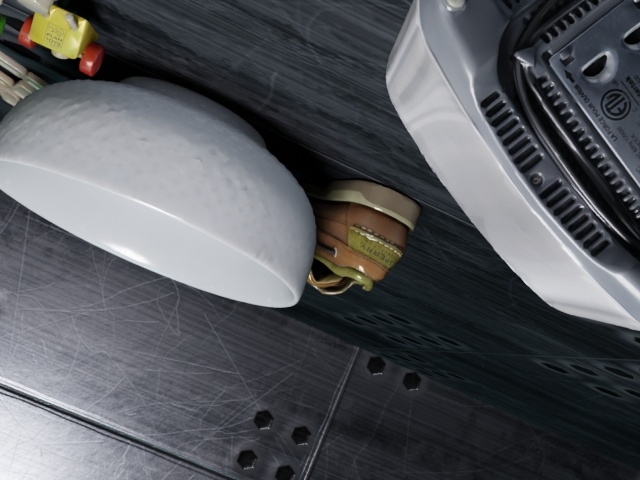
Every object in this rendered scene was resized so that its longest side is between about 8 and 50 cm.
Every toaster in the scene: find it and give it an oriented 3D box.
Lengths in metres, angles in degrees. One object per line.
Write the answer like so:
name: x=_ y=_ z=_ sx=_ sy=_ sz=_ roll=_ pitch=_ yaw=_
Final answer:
toaster: x=0.126 y=-0.049 z=0.506 sx=0.227 sy=0.129 sz=0.146 roll=51 pitch=173 yaw=-3

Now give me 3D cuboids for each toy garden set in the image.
toy garden set: x=-0.268 y=-0.216 z=0.871 sx=0.203 sy=0.049 sz=0.244 roll=25 pitch=169 yaw=0

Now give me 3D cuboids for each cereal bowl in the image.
cereal bowl: x=-0.152 y=-0.062 z=1.127 sx=0.339 sy=0.141 sz=0.339 roll=22 pitch=166 yaw=6

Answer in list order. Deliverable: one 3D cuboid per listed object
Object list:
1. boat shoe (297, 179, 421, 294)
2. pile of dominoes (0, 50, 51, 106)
boat shoe: x=0.000 y=0.000 z=1.248 sx=0.110 sy=0.104 sz=0.307 roll=25 pitch=170 yaw=-15
pile of dominoes: x=-0.333 y=-0.184 z=1.279 sx=0.251 sy=0.040 sz=0.196 roll=36 pitch=167 yaw=-21
